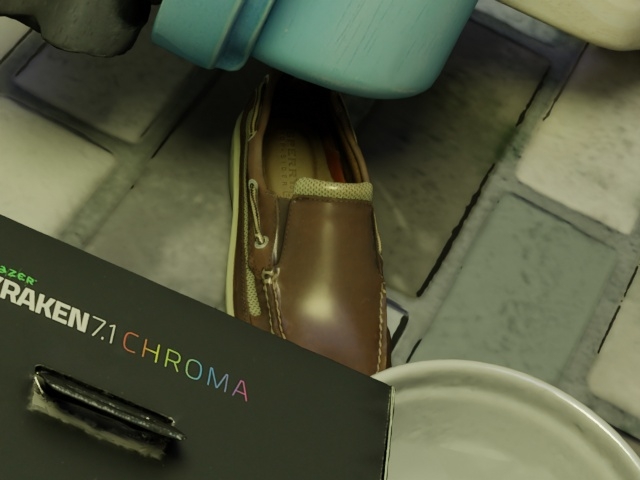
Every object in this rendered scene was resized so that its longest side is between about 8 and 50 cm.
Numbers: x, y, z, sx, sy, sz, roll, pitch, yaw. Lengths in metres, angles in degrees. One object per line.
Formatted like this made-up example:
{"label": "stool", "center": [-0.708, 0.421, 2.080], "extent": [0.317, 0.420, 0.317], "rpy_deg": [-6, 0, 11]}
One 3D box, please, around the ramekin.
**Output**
{"label": "ramekin", "center": [0.070, 0.174, 0.905], "extent": [0.207, 0.109, 0.207], "rpy_deg": [9, 51, -11]}

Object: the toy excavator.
{"label": "toy excavator", "center": [0.061, -0.184, 1.078], "extent": [0.445, 0.222, 0.433], "rpy_deg": [28, 21, -4]}

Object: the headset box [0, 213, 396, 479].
{"label": "headset box", "center": [-0.137, 0.120, 0.729], "extent": [0.246, 0.283, 0.131], "rpy_deg": [26, 47, -19]}

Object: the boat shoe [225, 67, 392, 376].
{"label": "boat shoe", "center": [-0.008, 0.000, 1.028], "extent": [0.095, 0.095, 0.257], "rpy_deg": [0, 53, -19]}
